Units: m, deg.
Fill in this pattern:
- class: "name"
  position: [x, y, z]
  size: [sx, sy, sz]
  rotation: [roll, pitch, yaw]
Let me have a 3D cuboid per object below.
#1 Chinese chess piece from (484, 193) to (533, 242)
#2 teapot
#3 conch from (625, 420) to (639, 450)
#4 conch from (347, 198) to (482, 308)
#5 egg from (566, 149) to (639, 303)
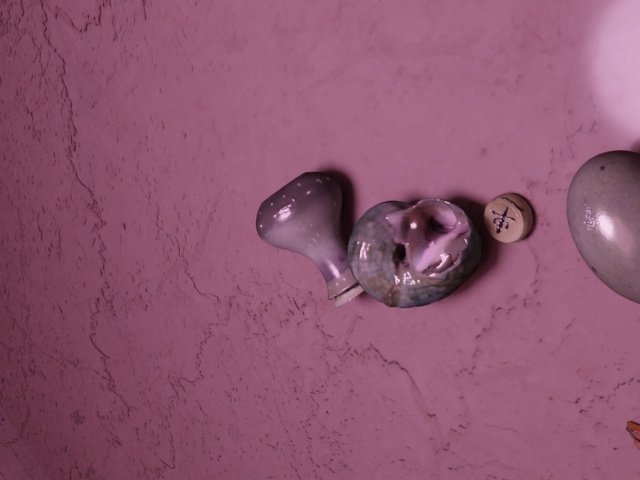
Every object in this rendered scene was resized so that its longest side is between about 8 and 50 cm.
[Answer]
- class: "Chinese chess piece"
  position: [0.313, -0.037, 1.532]
  size: [0.084, 0.034, 0.084]
  rotation: [20, 120, 39]
- class: "teapot"
  position: [0.000, 0.000, 1.769]
  size: [0.183, 0.183, 0.251]
  rotation: [-32, 94, 46]
- class: "conch"
  position: [0.601, 0.346, 1.373]
  size: [0.330, 0.093, 0.109]
  rotation: [32, 144, 57]
- class: "conch"
  position: [0.153, 0.013, 1.622]
  size: [0.277, 0.195, 0.220]
  rotation: [42, 124, 56]
- class: "egg"
  position: [0.448, -0.017, 1.308]
  size: [0.169, 0.169, 0.236]
  rotation: [-36, 84, 46]
